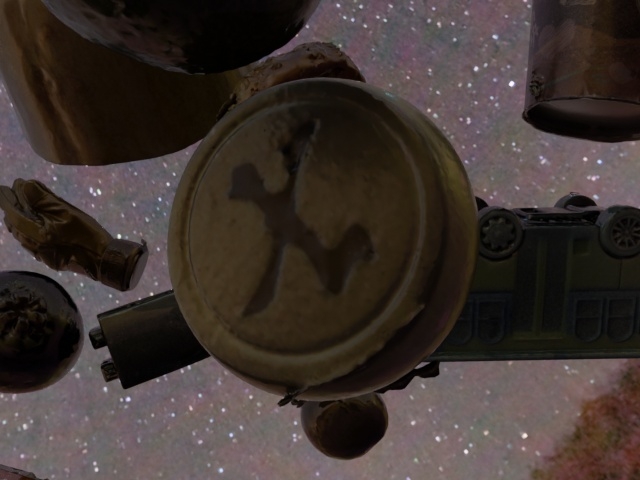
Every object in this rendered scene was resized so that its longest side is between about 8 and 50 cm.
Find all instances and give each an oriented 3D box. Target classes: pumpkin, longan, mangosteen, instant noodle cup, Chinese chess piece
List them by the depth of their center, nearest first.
[{"bbox_3d":[0.000,0.000,0.431,0.238,0.238,0.092,-47,-23,10],"label":"Chinese chess piece"},{"bbox_3d":[0.346,-0.240,0.724,0.217,0.217,0.208,12,-94,-42],"label":"instant noodle cup"},{"bbox_3d":[-0.250,-0.259,0.742,0.332,0.332,0.199,-25,-42,-15],"label":"pumpkin"},{"bbox_3d":[-0.530,0.161,1.047,0.242,0.243,0.243,-20,-44,-20],"label":"mangosteen"},{"bbox_3d":[0.049,0.381,1.303,0.198,0.198,0.212,-26,0,-14],"label":"longan"}]

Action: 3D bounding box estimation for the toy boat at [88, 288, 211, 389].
[{"bbox_3d":[-0.243,0.153,1.085,0.319,0.092,0.141,-19,-82,-13],"label":"toy boat"}]

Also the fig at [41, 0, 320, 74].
[{"bbox_3d":[-0.063,-0.211,0.265,0.203,0.203,0.235,-20,-11,-20],"label":"fig"}]

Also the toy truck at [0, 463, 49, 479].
[{"bbox_3d":[-0.295,0.242,0.401,0.207,0.387,0.174,-25,-75,-52],"label":"toy truck"}]

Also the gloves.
[{"bbox_3d":[-0.509,-0.009,1.200,0.141,0.331,0.154,-61,1,-7],"label":"gloves"}]

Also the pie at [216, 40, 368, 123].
[{"bbox_3d":[-0.030,-0.085,0.691,0.308,0.085,0.308,-30,-46,-37],"label":"pie"}]

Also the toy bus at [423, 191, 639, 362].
[{"bbox_3d":[0.249,0.044,0.732,0.312,0.152,0.190,-1,-78,-1],"label":"toy bus"}]
